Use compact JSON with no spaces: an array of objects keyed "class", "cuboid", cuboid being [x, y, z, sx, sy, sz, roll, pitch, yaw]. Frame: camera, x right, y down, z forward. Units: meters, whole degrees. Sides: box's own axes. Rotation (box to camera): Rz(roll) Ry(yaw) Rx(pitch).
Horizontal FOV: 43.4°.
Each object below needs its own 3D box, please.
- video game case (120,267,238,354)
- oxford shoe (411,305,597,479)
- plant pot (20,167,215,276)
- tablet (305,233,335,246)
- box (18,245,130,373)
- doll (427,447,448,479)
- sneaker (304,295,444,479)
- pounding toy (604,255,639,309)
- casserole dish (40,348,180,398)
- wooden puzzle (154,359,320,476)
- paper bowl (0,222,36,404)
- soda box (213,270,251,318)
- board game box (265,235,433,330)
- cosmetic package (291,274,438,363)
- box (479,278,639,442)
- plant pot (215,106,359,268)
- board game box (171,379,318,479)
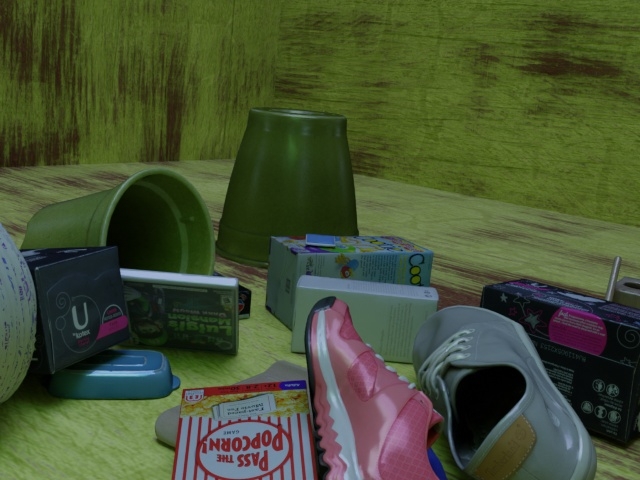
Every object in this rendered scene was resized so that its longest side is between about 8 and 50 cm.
[{"class":"video game case","cuboid":[-0.218,0.110,1.212,0.190,0.173,0.022,5,48,-2]},{"class":"oxford shoe","cuboid":[0.192,0.175,1.015,0.130,0.169,0.449,32,9,-15]},{"class":"plant pot","cuboid":[-0.366,0.021,1.396,0.254,0.276,0.276,-2,7,31]},{"class":"tablet","cuboid":[0.000,0.000,1.470,0.054,0.006,0.083,4,12,-1]},{"class":"box","cuboid":[-0.426,0.092,1.114,0.270,0.143,0.165,-3,9,26]},{"class":"doll","cuboid":[0.076,0.228,0.910,0.129,0.046,0.189,-11,31,-12]},{"class":"sneaker","cuboid":[0.059,0.185,0.864,0.136,0.116,0.314,-6,41,-3]},{"class":"pounding toy","cuboid":[0.544,0.122,1.396,0.094,0.181,0.206,13,14,32]},{"class":"casserole dish","cuboid":[-0.290,0.182,1.119,0.188,0.037,0.114,2,12,-11]},{"class":"wooden puzzle","cuboid":[-0.047,0.230,0.997,0.221,0.044,0.238,14,20,34]},{"class":"paper bowl","cuboid":[-0.454,0.076,0.949,0.284,0.284,0.148,10,13,22]},{"class":"soda box","cuboid":[-0.196,0.099,1.503,0.060,0.053,0.169,-4,14,-35]},{"class":"board game box","cuboid":[0.052,0.074,1.510,0.275,0.144,0.142,0,13,-24]},{"class":"cosmetic package","cuboid":[0.072,0.129,1.327,0.231,0.117,0.085,7,12,2]},{"class":"box","cuboid":[0.364,0.165,1.168,0.247,0.163,0.142,16,12,40]},{"class":"plant pot","cuboid":[-0.066,-0.141,1.963,0.366,0.353,0.366,5,12,-1]},{"class":"board game box","cuboid":[-0.080,0.225,0.863,0.146,0.045,0.193,-4,23,-4]}]
